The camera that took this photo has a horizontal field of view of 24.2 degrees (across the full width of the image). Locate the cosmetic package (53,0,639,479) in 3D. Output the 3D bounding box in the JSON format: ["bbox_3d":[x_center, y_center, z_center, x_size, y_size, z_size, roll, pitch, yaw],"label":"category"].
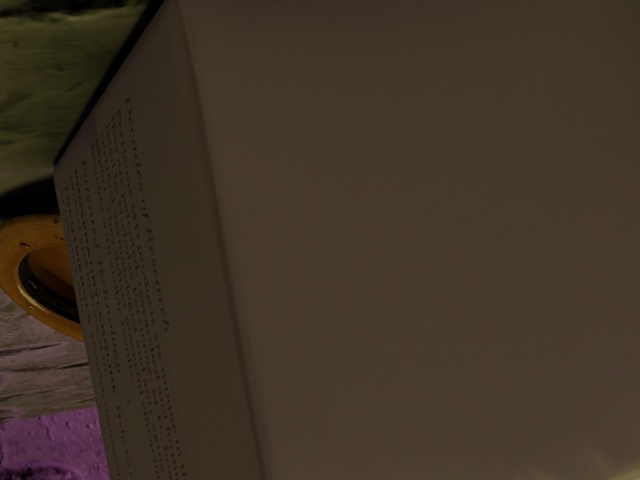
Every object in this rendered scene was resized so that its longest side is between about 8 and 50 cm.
[{"bbox_3d":[0.034,0.035,1.013,0.329,0.327,0.394,-7,169,-22],"label":"cosmetic package"}]

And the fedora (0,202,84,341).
[{"bbox_3d":[-0.181,0.016,1.259,0.194,0.079,0.194,10,143,7],"label":"fedora"}]
